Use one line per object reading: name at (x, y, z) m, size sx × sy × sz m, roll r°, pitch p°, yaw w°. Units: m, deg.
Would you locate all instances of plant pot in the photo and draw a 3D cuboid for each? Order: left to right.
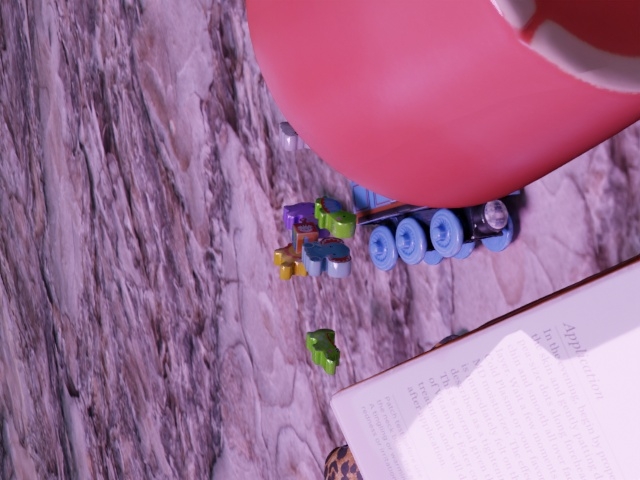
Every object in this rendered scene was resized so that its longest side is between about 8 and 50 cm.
plant pot at (0.118, -0.164, 0.810) m, size 0.243 × 0.275 × 0.274 m, roll 171°, pitch 86°, yaw -68°

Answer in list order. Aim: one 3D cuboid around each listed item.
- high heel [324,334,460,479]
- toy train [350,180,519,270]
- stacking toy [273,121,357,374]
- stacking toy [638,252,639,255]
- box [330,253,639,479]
high heel at (0.079, 0.174, 1.324) m, size 0.261 × 0.093 × 0.186 m, roll -172°, pitch 94°, yaw -70°
toy train at (0.098, -0.033, 1.189) m, size 0.184 × 0.080 × 0.105 m, roll -15°, pitch 82°, yaw 59°
stacking toy at (0.000, 0.000, 1.317) m, size 0.221 × 0.052 × 0.167 m, roll -114°, pitch 23°, yaw -57°
stacking toy at (0.238, 0.142, 0.984) m, size 0.141 × 0.141 × 0.330 m, roll 38°, pitch 128°, yaw 46°
box at (0.218, 0.086, 0.789) m, size 0.345 × 0.215 × 0.168 m, roll -28°, pitch 83°, yaw 35°
